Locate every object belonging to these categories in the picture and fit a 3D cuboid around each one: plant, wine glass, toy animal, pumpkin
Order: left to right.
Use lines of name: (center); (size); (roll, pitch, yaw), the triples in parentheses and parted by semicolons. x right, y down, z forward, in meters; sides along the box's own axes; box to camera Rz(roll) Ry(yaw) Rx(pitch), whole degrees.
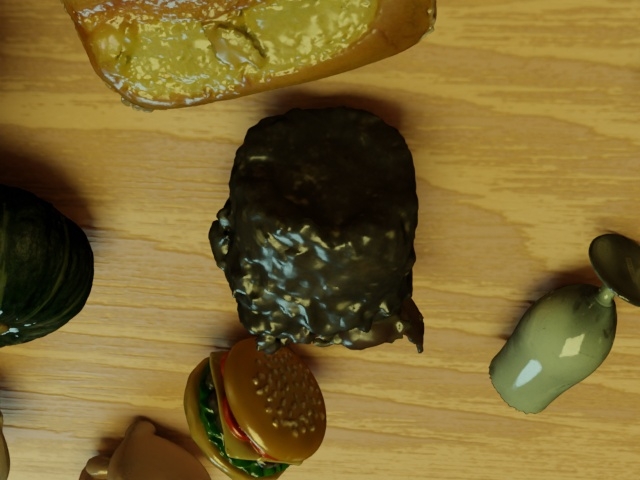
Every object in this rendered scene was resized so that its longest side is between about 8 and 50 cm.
pumpkin: (-0.327, 0.023, 1.122); (0.211, 0.152, 0.211); (-10, 165, -3)
toy animal: (-0.226, 0.337, 1.426); (0.171, 0.171, 0.198); (28, 125, -18)
plant: (0.000, 0.000, 1.037); (0.204, 0.178, 0.234); (-3, 146, -4)
wine glass: (0.250, 0.089, 1.141); (0.093, 0.093, 0.202); (21, 134, -12)

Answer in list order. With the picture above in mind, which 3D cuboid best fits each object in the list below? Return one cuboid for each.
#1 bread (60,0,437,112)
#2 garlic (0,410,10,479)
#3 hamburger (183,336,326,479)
bread: (-0.052, -0.197, 0.889); (0.288, 0.119, 0.152); (-10, 128, 18)
garlic: (-0.497, 0.225, 1.331); (0.203, 0.185, 0.281); (-19, 130, 39)
hamburger: (-0.071, 0.183, 1.244); (0.162, 0.162, 0.115); (37, 125, -26)
